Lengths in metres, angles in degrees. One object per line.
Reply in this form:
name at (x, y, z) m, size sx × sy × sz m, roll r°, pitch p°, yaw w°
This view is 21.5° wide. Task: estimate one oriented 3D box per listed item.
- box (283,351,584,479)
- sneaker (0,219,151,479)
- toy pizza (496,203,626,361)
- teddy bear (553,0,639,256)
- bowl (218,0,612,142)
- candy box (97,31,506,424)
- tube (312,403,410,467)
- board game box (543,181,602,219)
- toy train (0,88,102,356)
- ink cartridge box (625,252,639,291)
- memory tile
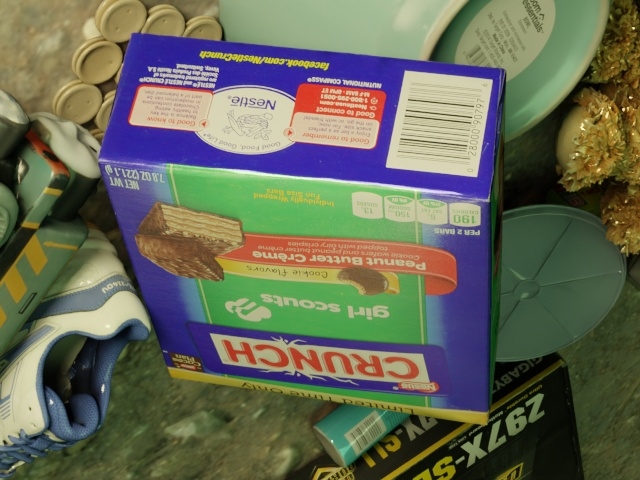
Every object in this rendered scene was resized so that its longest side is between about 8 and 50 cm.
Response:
box at (0.128, 0.260, 1.806) m, size 0.322 × 0.079 × 0.257 m, roll -32°, pitch 141°, yaw -12°
sneaker at (-0.237, 0.128, 1.305) m, size 0.112 × 0.131 × 0.296 m, roll 4°, pitch 126°, yaw -46°
toy pizza at (0.197, 0.038, 1.632) m, size 0.201 × 0.032 × 0.201 m, roll -6°, pitch 131°, yaw -7°
teddy bear at (0.287, -0.117, 1.452) m, size 0.338 × 0.113 × 0.245 m, roll 37°, pitch 59°, yaw -58°
bowl at (0.097, -0.181, 1.258) m, size 0.311 × 0.163 × 0.311 m, roll -24°, pitch 141°, yaw -21°
candy box at (0.000, 0.000, 1.240) m, size 0.268 × 0.122 × 0.317 m, roll 6°, pitch 149°, yaw 10°
tube at (0.087, 0.145, 1.680) m, size 0.207 × 0.052 × 0.080 m, roll -36°, pitch 148°, yaw -15°
board game box at (0.256, 0.020, 1.700) m, size 0.092 × 0.043 × 0.181 m, roll -16°, pitch 137°, yaw -29°
toy train at (-0.283, 0.036, 1.178) m, size 0.334 × 0.142 × 0.190 m, roll -54°, pitch 154°, yaw 14°
ink cartridge box at (0.410, -0.014, 1.597) m, size 0.223 × 0.129 × 0.307 m, roll -51°, pitch 176°, yaw 3°
memory tile at (-0.143, -0.111, 1.241) m, size 0.113 × 0.012 × 0.148 m, roll 7°, pitch 123°, yaw -45°
